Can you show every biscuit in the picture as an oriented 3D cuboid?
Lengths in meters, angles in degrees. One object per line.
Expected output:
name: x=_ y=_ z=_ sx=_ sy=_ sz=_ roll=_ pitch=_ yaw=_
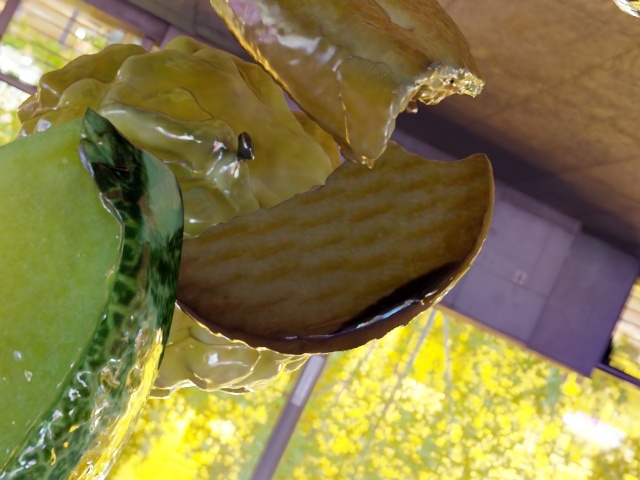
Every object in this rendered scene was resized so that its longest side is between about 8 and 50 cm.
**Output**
biscuit: x=0.000 y=0.001 z=0.678 sx=0.229 sy=0.176 sz=0.031 roll=2 pitch=143 yaw=15

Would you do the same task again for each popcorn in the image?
popcorn: x=-0.140 y=-0.002 z=0.918 sx=0.349 sy=0.382 sz=0.349 roll=27 pitch=-140 yaw=-26

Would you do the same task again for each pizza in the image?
pizza: x=0.006 y=-0.161 z=0.618 sx=0.182 sy=0.074 sz=0.365 roll=16 pitch=-145 yaw=-35

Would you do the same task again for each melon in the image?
melon: x=-0.213 y=0.094 z=0.553 sx=0.226 sy=0.344 sz=0.331 roll=63 pitch=-166 yaw=-5

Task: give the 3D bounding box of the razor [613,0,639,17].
razor: x=0.327 y=-0.251 z=0.628 sx=0.113 sy=0.349 sz=0.204 roll=58 pitch=148 yaw=19
